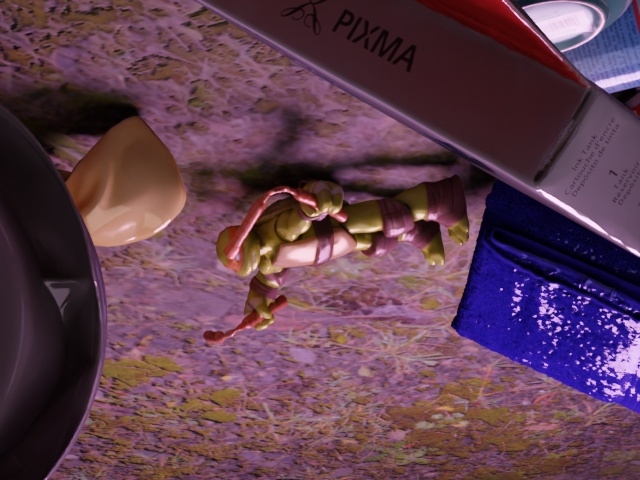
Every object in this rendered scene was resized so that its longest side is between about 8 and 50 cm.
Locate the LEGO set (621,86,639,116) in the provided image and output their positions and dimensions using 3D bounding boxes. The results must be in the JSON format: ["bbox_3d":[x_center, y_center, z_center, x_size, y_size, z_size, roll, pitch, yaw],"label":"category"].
[{"bbox_3d":[0.216,-0.068,1.446,0.182,0.060,0.244,-17,158,15],"label":"LEGO set"}]

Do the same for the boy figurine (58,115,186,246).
[{"bbox_3d":[-0.241,-0.016,1.348,0.285,0.092,0.177,-15,-176,16],"label":"boy figurine"}]

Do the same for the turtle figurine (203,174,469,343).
[{"bbox_3d":[0.000,0.000,1.507,0.217,0.087,0.269,-8,153,-20],"label":"turtle figurine"}]

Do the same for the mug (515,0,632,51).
[{"bbox_3d":[0.129,-0.171,1.069,0.129,0.097,0.158,1,159,-22],"label":"mug"}]

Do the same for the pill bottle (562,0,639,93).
[{"bbox_3d":[0.184,-0.139,1.194,0.160,0.087,0.087,-13,159,16],"label":"pill bottle"}]

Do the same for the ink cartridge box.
[{"bbox_3d":[0.023,-0.113,0.961,0.296,0.066,0.261,33,-177,37],"label":"ink cartridge box"}]

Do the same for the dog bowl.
[{"bbox_3d":[-0.301,0.056,1.215,0.349,0.349,0.102,-11,172,9],"label":"dog bowl"}]

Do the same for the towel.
[{"bbox_3d":[0.256,0.080,1.489,0.308,0.076,0.227,25,148,12],"label":"towel"}]
